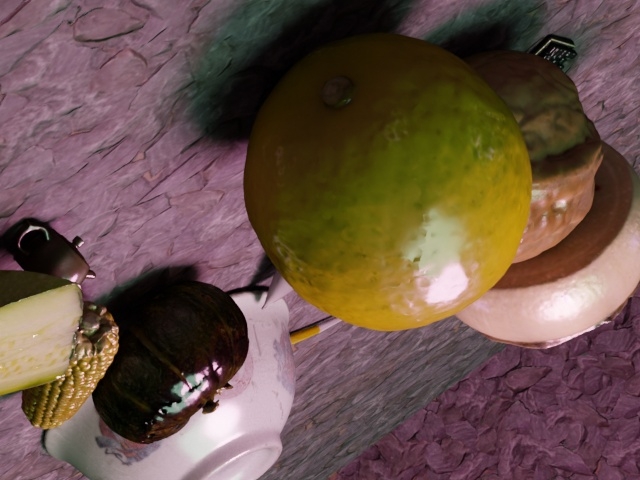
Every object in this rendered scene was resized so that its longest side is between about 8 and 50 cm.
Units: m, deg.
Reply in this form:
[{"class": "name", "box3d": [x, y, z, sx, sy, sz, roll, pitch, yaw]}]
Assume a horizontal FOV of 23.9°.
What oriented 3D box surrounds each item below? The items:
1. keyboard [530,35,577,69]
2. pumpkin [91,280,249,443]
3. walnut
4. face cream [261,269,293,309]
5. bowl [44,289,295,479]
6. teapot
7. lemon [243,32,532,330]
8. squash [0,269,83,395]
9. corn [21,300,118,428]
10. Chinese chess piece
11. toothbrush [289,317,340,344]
[{"class": "keyboard", "box3d": [0.249, -0.181, 2.227, 0.317, 0.027, 0.106, -45, 160, 24]}, {"class": "pumpkin", "box3d": [-0.195, 0.168, 2.021, 0.238, 0.159, 0.238, -54, 177, -5]}, {"class": "walnut", "box3d": [0.230, -0.108, 1.991, 0.313, 0.277, 0.252, -25, 180, -34]}, {"class": "face cream", "box3d": [0.000, 0.000, 2.134, 0.143, 0.089, 0.314, -45, 172, -29]}, {"class": "bowl", "box3d": [-0.183, 0.283, 2.298, 0.435, 0.196, 0.435, -29, 159, -13]}, {"class": "teapot", "box3d": [-0.292, 0.017, 1.662, 0.068, 0.076, 0.121, -45, 133, -6]}, {"class": "lemon", "box3d": [0.073, -0.068, 1.703, 0.348, 0.348, 0.348, -32, 162, -12]}, {"class": "squash", "box3d": [-0.375, 0.135, 1.637, 0.204, 0.155, 0.237, 14, 145, -6]}, {"class": "corn", "box3d": [-0.325, 0.163, 1.933, 0.260, 0.091, 0.091, -52, -170, 51]}, {"class": "Chinese chess piece", "box3d": [0.309, -0.009, 2.181, 0.338, 0.338, 0.140, -34, 136, -7]}, {"class": "toothbrush", "box3d": [-0.023, 0.159, 2.591, 0.288, 0.021, 0.024, -18, 145, -43]}]
